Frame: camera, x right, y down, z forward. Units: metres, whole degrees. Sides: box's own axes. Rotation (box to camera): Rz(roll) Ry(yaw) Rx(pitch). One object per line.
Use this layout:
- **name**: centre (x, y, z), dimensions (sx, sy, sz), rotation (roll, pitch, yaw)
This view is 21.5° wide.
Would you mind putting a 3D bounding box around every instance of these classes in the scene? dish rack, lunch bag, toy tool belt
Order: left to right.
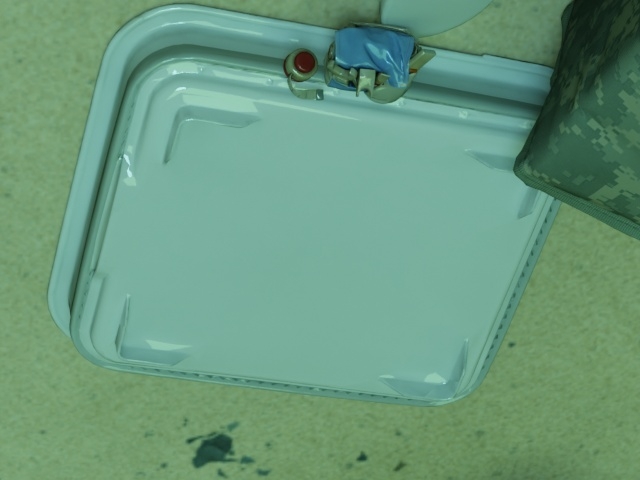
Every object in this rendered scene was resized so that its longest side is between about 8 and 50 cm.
- **dish rack**: centre (0.000, 0.000, 1.127), dimensions (0.333, 0.072, 0.285), rotation (9, 125, -15)
- **toy tool belt**: centre (0.024, -0.110, 1.021), dimensions (0.083, 0.052, 0.051), rotation (1, 171, -17)
- **lunch bag**: centre (0.299, -0.080, 0.977), dimensions (0.287, 0.169, 0.235), rotation (25, 153, -7)

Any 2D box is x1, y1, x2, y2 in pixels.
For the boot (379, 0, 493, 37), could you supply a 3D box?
- **boot**: centre (0.081, -0.201, 1.000), dimensions (0.069, 0.086, 0.190), rotation (2, 154, -21)
